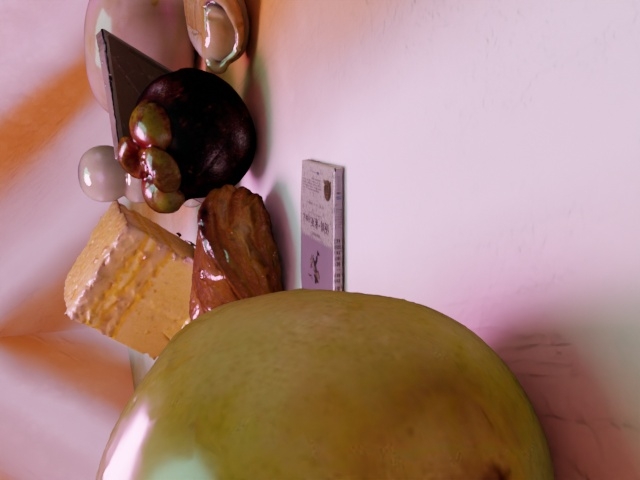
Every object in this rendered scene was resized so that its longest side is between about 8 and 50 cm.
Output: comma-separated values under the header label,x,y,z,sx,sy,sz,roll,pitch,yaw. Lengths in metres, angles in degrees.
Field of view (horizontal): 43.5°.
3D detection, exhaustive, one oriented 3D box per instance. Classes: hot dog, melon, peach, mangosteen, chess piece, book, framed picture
label,x,y,z,sx,sy,sz,roll,pitch,yaw
hot dog,-0.126,0.046,1.156,0.272,0.122,0.196,104,157,-53
melon,-0.362,-0.392,1.616,0.223,0.223,0.317,-128,39,-60
peach,0.005,0.176,0.534,0.314,0.281,0.316,39,147,20
mangosteen,-0.197,-0.154,1.195,0.210,0.209,0.210,176,90,-72
chess piece,-0.327,-0.127,1.514,0.144,0.251,0.145,176,90,-71
book,0.000,0.000,0.926,0.127,0.014,0.182,-151,59,-68
framed picture,-0.269,-0.206,1.396,0.022,0.247,0.335,-40,48,23

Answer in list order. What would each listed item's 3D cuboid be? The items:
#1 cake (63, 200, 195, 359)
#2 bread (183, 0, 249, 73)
label,x,y,z,sx,sy,sz,roll,pitch,yaw
cake,-0.345,0.091,1.641,0.222,0.286,0.227,-55,26,5
bread,-0.160,-0.346,1.238,0.225,0.081,0.134,-125,30,-55
